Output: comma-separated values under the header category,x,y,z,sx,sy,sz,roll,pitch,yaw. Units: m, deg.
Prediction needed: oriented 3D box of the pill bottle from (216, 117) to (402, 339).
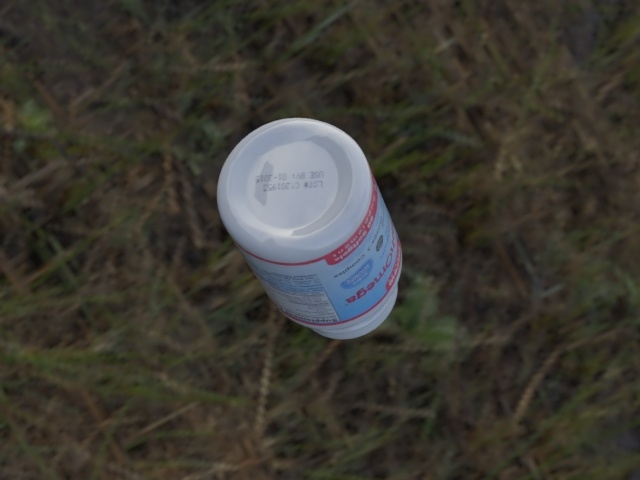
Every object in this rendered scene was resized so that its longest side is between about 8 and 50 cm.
category,x,y,z,sx,sy,sz,roll,pitch,yaw
pill bottle,0.000,0.000,1.026,0.160,0.087,0.087,62,19,-64
